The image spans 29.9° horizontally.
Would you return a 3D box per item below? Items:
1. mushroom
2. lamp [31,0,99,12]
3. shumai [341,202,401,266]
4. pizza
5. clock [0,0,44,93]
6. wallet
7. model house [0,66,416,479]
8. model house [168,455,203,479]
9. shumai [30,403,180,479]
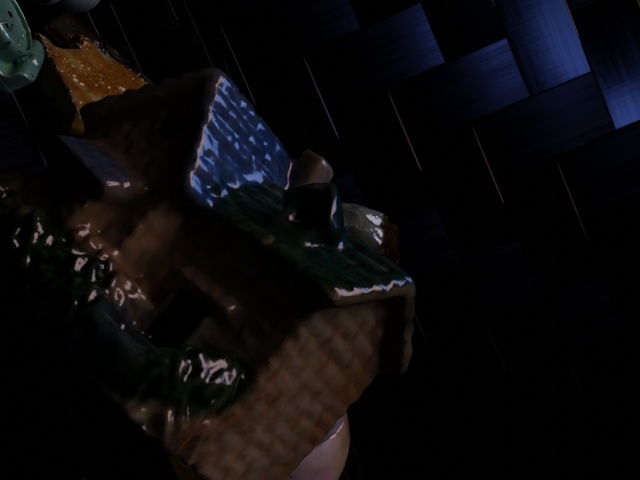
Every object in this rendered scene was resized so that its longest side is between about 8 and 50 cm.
[{"bbox_3d":[-0.003,0.427,2.371,0.236,0.173,0.162,-90,159,-68],"label":"mushroom"},{"bbox_3d":[-0.452,-0.450,2.102,0.106,0.106,0.193,67,20,-7],"label":"lamp"},{"bbox_3d":[0.000,0.000,2.096,0.309,0.263,0.304,47,19,-74],"label":"shumai"},{"bbox_3d":[-0.368,-0.235,1.919,0.223,0.089,0.323,44,19,6],"label":"pizza"},{"bbox_3d":[-0.475,-0.314,1.736,0.148,0.060,0.188,-97,161,-59],"label":"clock"},{"bbox_3d":[-0.376,-0.311,2.088,0.232,0.031,0.122,40,24,-9],"label":"wallet"},{"bbox_3d":[-0.126,0.019,1.448,0.445,0.400,0.395,40,-10,37],"label":"model house"},{"bbox_3d":[-0.170,0.255,1.790,0.234,0.174,0.193,-96,161,-50],"label":"model house"},{"bbox_3d":[-0.262,0.296,1.336,0.206,0.166,0.175,53,39,-14],"label":"shumai"}]
